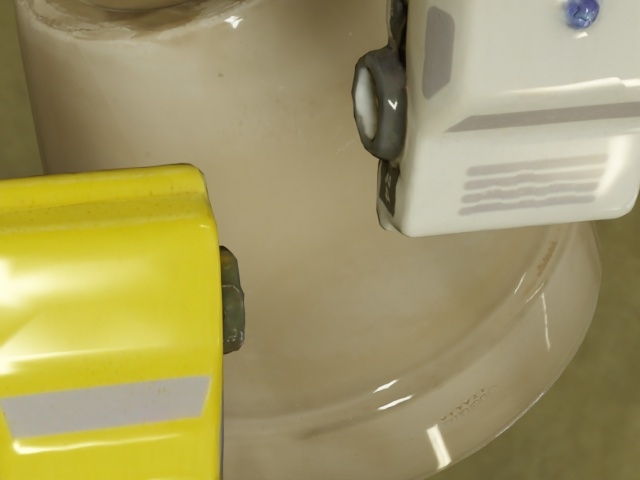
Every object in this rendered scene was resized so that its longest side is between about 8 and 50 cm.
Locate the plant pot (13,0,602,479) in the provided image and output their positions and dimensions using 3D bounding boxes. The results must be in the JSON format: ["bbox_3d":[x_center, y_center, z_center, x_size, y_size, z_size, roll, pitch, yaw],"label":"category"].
[{"bbox_3d":[-0.030,-0.059,1.093,0.323,0.323,0.280,-39,133,-18],"label":"plant pot"}]

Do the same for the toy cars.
[{"bbox_3d":[0.000,0.000,0.604,0.176,0.087,0.394,36,102,-28],"label":"toy cars"}]
